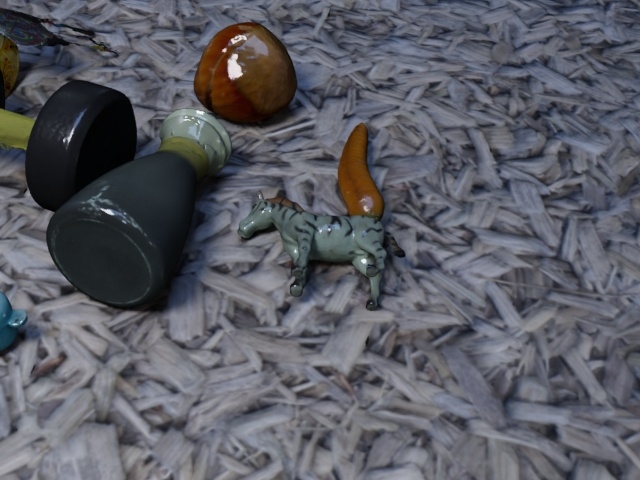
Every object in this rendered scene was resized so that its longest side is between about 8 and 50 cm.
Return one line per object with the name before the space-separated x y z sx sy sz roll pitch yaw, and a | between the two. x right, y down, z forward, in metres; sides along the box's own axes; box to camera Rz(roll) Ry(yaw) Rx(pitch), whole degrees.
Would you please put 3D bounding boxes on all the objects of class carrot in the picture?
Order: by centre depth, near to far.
carrot | 0.059 -0.116 1.325 0.066 0.062 0.271 -26 40 14

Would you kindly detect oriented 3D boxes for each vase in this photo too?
vase | -0.239 -0.065 1.175 0.173 0.173 0.321 16 40 10

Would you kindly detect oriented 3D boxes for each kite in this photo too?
kite | -0.480 -0.376 1.447 0.152 0.015 0.285 40 21 20

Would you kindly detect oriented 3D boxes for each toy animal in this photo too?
toy animal | -0.009 0.010 1.171 0.255 0.090 0.170 19 43 9

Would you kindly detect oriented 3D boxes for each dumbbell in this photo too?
dumbbell | -0.460 -0.168 1.214 0.322 0.204 0.204 18 46 11

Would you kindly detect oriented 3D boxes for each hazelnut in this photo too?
hazelnut | -0.133 -0.297 1.405 0.182 0.182 0.182 3 45 -3

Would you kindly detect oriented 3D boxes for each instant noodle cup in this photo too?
instant noodle cup | -0.615 -0.315 1.392 0.122 0.152 0.151 15 45 20

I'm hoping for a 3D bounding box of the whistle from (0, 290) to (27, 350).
whistle | -0.511 0.097 1.029 0.273 0.093 0.186 2 45 0
